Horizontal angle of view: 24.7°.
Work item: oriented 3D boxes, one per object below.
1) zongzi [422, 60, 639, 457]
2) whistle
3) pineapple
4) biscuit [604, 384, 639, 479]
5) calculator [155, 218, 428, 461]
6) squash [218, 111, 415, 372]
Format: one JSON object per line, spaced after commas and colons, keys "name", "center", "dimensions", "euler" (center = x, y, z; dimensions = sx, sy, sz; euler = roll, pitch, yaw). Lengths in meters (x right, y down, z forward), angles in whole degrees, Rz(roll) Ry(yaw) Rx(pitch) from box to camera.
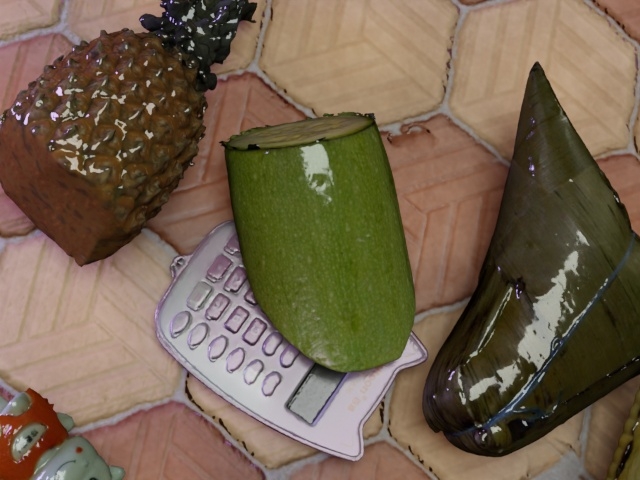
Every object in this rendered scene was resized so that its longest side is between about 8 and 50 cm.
{"name": "zongzi", "center": [0.207, 0.025, 1.582], "dimensions": [0.323, 0.160, 0.360], "euler": [-29, 96, -21]}
{"name": "whistle", "center": [-0.306, 0.214, 1.513], "dimensions": [0.253, 0.106, 0.102], "euler": [41, 34, 2]}
{"name": "pineapple", "center": [-0.185, -0.157, 1.580], "dimensions": [0.202, 0.202, 0.362], "euler": [40, 61, 1]}
{"name": "biscuit", "center": [0.380, 0.255, 1.589], "dimensions": [0.172, 0.029, 0.255], "euler": [19, 94, -29]}
{"name": "calculator", "center": [-0.042, 0.105, 1.611], "dimensions": [0.294, 0.043, 0.194], "euler": [34, 75, 3]}
{"name": "squash", "center": [0.000, 0.000, 1.617], "dimensions": [0.189, 0.189, 0.261], "euler": [-14, 103, -12]}
